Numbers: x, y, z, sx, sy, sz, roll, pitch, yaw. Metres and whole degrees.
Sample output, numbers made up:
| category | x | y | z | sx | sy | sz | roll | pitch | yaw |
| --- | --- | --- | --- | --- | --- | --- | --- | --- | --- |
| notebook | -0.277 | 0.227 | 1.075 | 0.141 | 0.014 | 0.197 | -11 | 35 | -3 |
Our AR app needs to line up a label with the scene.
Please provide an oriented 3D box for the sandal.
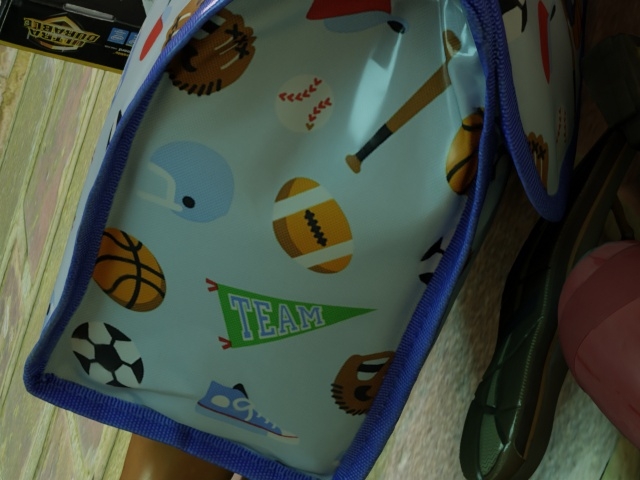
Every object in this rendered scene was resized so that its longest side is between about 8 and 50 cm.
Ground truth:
| category | x | y | z | sx | sy | sz | roll | pitch | yaw |
| --- | --- | --- | --- | --- | --- | --- | --- | --- | --- |
| sandal | 0.130 | 0.033 | 0.960 | 0.090 | 0.060 | 0.219 | -52 | 15 | 56 |

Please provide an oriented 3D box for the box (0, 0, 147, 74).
| category | x | y | z | sx | sy | sz | roll | pitch | yaw |
| --- | --- | --- | --- | --- | --- | --- | --- | --- | --- |
| box | -0.153 | -0.296 | 1.765 | 0.079 | 0.257 | 0.322 | 128 | 149 | -52 |

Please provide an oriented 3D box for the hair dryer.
| category | x | y | z | sx | sy | sz | roll | pitch | yaw |
| --- | --- | --- | --- | --- | --- | --- | --- | --- | --- |
| hair dryer | 0.169 | -0.007 | 0.818 | 0.223 | 0.080 | 0.293 | 130 | 140 | -61 |

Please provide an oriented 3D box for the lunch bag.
| category | x | y | z | sx | sy | sz | roll | pitch | yaw |
| --- | --- | --- | --- | --- | --- | --- | --- | --- | --- |
| lunch bag | 0.022 | -0.103 | 1.045 | 0.328 | 0.239 | 0.385 | -73 | 4 | -50 |

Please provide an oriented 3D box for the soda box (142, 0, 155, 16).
| category | x | y | z | sx | sy | sz | roll | pitch | yaw |
| --- | --- | --- | --- | --- | --- | --- | --- | --- | --- |
| soda box | -0.073 | -0.271 | 1.655 | 0.216 | 0.069 | 0.074 | -59 | -18 | -23 |

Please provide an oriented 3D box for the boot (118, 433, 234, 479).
| category | x | y | z | sx | sy | sz | roll | pitch | yaw |
| --- | --- | --- | --- | --- | --- | --- | --- | --- | --- |
| boot | -0.133 | 0.222 | 1.486 | 0.283 | 0.109 | 0.220 | 122 | 169 | -57 |
